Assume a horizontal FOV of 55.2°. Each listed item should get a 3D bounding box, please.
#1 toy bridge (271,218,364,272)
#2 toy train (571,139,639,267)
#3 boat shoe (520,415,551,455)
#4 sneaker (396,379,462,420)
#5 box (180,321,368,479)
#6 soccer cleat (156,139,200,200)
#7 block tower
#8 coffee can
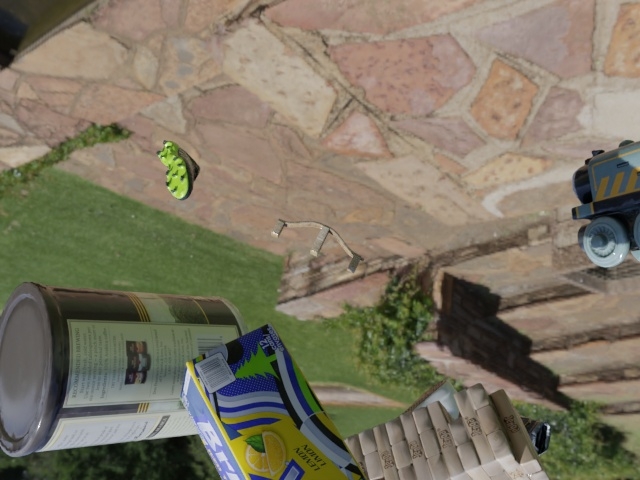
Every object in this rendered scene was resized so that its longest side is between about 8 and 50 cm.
[{"bbox_3d":[0.000,0.000,1.207,0.188,0.063,0.026,24,160,7],"label":"toy bridge"},{"bbox_3d":[0.496,-0.070,0.855,0.142,0.190,0.334,-2,172,-23],"label":"toy train"},{"bbox_3d":[0.411,0.448,1.269,0.065,0.183,0.083,41,154,-18],"label":"boat shoe"},{"bbox_3d":[0.202,0.431,1.304,0.123,0.290,0.106,53,166,7],"label":"sneaker"},{"bbox_3d":[-0.011,0.131,0.315,0.054,0.169,0.059,-22,156,-28],"label":"box"},{"bbox_3d":[-0.249,-0.126,1.120,0.072,0.179,0.060,26,111,-37],"label":"soccer cleat"},{"bbox_3d":[0.070,0.273,0.690,0.335,0.097,0.091,-28,130,12],"label":"block tower"},{"bbox_3d":[-0.259,0.166,0.811,0.275,0.201,0.201,10,163,-44],"label":"coffee can"}]
